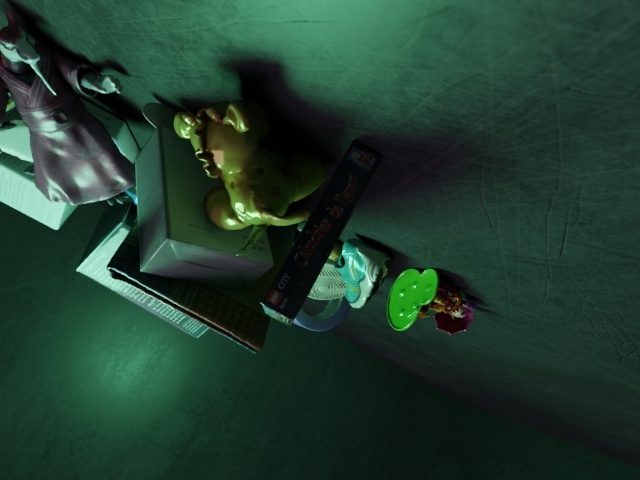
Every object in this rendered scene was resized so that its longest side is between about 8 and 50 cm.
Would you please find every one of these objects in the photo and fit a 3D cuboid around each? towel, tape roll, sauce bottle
[{"bbox_3d":[-0.181,-0.001,0.868,0.272,0.370,0.040,32,124,-16],"label":"towel"},{"bbox_3d":[-0.013,0.151,1.339,0.189,0.188,0.080,32,167,-18],"label":"tape roll"},{"bbox_3d":[0.000,0.000,1.064,0.042,0.042,0.128,12,162,49],"label":"sauce bottle"}]

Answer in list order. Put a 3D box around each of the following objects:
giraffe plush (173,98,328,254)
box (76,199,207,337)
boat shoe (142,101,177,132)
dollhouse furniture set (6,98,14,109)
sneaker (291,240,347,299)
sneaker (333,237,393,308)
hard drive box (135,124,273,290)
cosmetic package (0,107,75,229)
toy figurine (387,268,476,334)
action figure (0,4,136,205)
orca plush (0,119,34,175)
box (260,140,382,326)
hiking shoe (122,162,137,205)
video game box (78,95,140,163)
[{"bbox_3d":[-0.106,-0.108,0.643,0.182,0.210,0.170,-17,119,16],"label":"giraffe plush"},{"bbox_3d":[-0.441,0.042,1.422,0.395,0.212,0.293,40,-159,-28],"label":"box"},{"bbox_3d":[-0.245,-0.192,0.834,0.125,0.046,0.038,24,164,-22],"label":"boat shoe"},{"bbox_3d":[-0.780,-0.297,1.069,0.374,0.201,0.152,6,132,56],"label":"dollhouse furniture set"},{"bbox_3d":[-0.066,0.047,1.231,0.351,0.131,0.148,14,-147,-23],"label":"sneaker"},{"bbox_3d":[0.087,0.068,1.071,0.110,0.107,0.275,37,160,13],"label":"sneaker"},{"bbox_3d":[-0.190,-0.050,0.781,0.181,0.232,0.089,18,133,-40],"label":"hard drive box"},{"bbox_3d":[-0.871,-0.254,1.347,0.454,0.230,0.161,32,134,-15],"label":"cosmetic package"},{"bbox_3d":[0.249,0.131,0.991,0.159,0.130,0.173,18,146,-19],"label":"toy figurine"},{"bbox_3d":[-0.469,-0.239,0.877,0.369,0.248,0.275,84,164,-46],"label":"action figure"},{"bbox_3d":[-0.719,-0.235,1.209,0.288,0.151,0.102,-9,-170,5],"label":"orca plush"},{"bbox_3d":[-0.002,0.000,0.653,0.044,0.232,0.159,29,167,2],"label":"box"},{"bbox_3d":[-0.374,-0.081,1.264,0.132,0.113,0.304,-35,115,30],"label":"hiking shoe"},{"bbox_3d":[-0.520,-0.262,1.109,0.187,0.048,0.205,31,166,-4],"label":"video game box"}]
